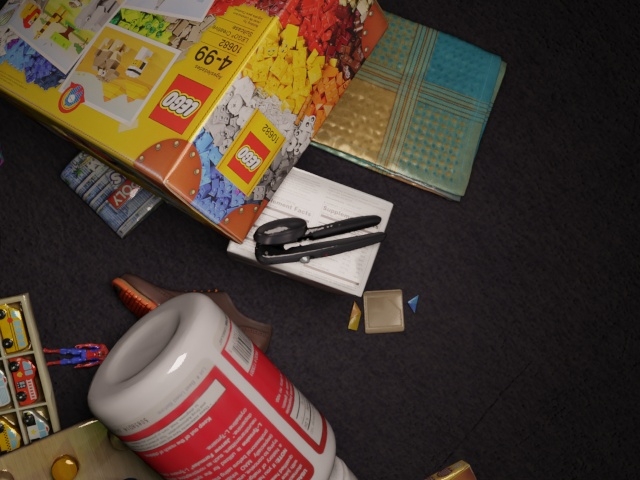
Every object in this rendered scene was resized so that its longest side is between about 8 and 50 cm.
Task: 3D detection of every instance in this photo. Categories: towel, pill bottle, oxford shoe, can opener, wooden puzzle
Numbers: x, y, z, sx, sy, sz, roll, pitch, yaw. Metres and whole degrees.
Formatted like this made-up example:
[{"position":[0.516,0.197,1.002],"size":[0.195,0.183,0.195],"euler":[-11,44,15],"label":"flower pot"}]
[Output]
[{"position":[0.109,-0.253,1.454],"size":[0.370,0.040,0.271],"euler":[20,83,-3],"label":"towel"},{"position":[-0.125,0.289,1.261],"size":[0.229,0.229,0.407],"euler":[-43,112,-7],"label":"pill bottle"},{"position":[-0.206,0.116,1.378],"size":[0.271,0.097,0.098],"euler":[31,66,-10],"label":"oxford shoe"},{"position":[0.000,0.000,1.150],"size":[0.186,0.073,0.059],"euler":[-4,79,-15],"label":"can opener"},{"position":[0.106,0.120,1.442],"size":[0.116,0.014,0.078],"euler":[4,90,-6],"label":"wooden puzzle"}]

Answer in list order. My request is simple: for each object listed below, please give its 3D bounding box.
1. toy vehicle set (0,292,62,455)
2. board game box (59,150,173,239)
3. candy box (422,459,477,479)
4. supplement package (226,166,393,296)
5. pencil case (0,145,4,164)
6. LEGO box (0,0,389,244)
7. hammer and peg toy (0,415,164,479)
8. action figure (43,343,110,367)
[{"position":[-0.511,0.227,1.330],"size":[0.166,0.035,0.266],"euler":[-13,98,-7],"label":"toy vehicle set"},{"position":[-0.288,-0.103,1.387],"size":[0.194,0.060,0.194],"euler":[45,83,-1],"label":"board game box"},{"position":[0.183,0.456,1.411],"size":[0.187,0.053,0.109],"euler":[-26,89,-9],"label":"candy box"},{"position":[-0.028,-0.013,1.308],"size":[0.204,0.262,0.145],"euler":[20,84,-5],"label":"supplement package"},{"position":[-0.557,-0.187,1.358],"size":[0.070,0.064,0.151],"euler":[-15,88,-32],"label":"pencil case"},{"position":[-0.217,-0.276,1.209],"size":[0.500,0.193,0.372],"euler":[28,81,35],"label":"LEGO box"},{"position":[-0.335,0.455,1.296],"size":[0.266,0.127,0.361],"euler":[-22,96,-18],"label":"hammer and peg toy"},{"position":[-0.386,0.186,1.375],"size":[0.115,0.030,0.038],"euler":[-3,82,-9],"label":"action figure"}]
